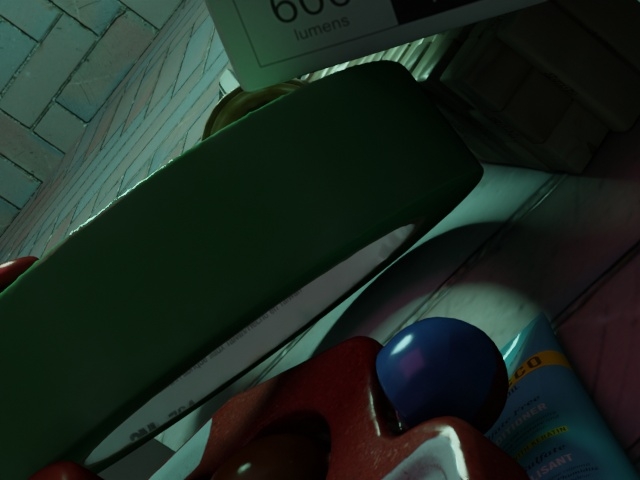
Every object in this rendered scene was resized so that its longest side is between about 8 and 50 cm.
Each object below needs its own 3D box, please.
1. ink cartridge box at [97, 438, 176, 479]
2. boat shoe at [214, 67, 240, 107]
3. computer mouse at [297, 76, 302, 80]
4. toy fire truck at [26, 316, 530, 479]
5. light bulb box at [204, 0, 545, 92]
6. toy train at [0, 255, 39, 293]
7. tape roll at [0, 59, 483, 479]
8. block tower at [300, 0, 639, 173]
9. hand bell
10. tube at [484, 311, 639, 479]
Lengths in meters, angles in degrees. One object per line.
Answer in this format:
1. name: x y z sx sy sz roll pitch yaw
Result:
1. ink cartridge box: -0.261 0.207 0.866 0.278 0.201 0.117 -37 23 43
2. boat shoe: -0.087 -0.128 1.235 0.070 0.078 0.219 -50 20 11
3. computer mouse: 0.055 -0.167 1.022 0.071 0.041 0.242 -31 10 -29
4. toy fire truck: -0.017 0.153 0.410 0.254 0.169 0.302 -43 21 20
5. light bulb box: 0.070 -0.314 0.514 0.358 0.361 0.225 -16 31 13
6. toy train: -0.121 0.033 0.869 0.248 0.105 0.143 -17 -2 -29
7. tape roll: -0.058 0.029 0.636 0.321 0.077 0.321 -36 -6 -4
8. block tower: 0.086 -0.114 0.745 0.091 0.097 0.335 -55 17 -5
9. hand bell: -0.029 -0.099 1.039 0.126 0.126 0.242 -50 6 13
10. tube: 0.089 0.090 0.456 0.080 0.052 0.207 -41 14 6
